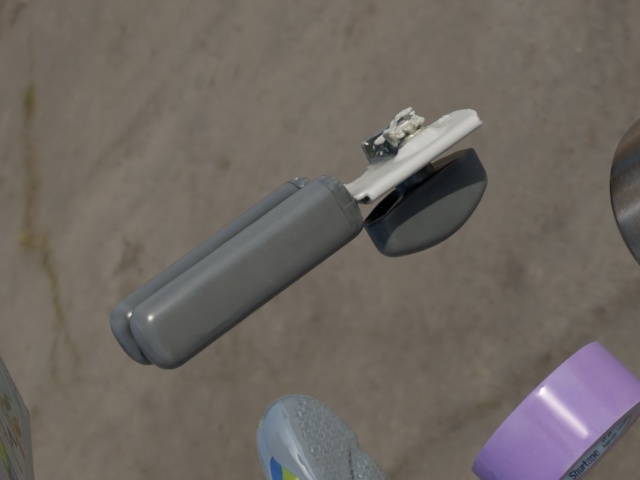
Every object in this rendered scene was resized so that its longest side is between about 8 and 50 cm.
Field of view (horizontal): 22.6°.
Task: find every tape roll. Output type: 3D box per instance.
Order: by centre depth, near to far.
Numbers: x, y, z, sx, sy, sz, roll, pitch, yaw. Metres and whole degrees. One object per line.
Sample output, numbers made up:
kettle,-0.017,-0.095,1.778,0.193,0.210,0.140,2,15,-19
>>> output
tape roll,0.249,0.198,1.646,0.080,0.189,0.189,44,120,18

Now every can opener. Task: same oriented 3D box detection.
can opener,0.000,0.000,1.005,0.093,0.280,0.074,63,156,-11

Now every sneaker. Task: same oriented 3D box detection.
sneaker,-0.005,0.206,0.887,0.126,0.240,0.091,-23,9,22

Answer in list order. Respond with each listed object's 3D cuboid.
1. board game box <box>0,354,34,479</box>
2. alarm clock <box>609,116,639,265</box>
board game box,-0.198,0.051,0.664,0.303,0.097,0.224,-122,13,-71
alarm clock,0.225,-0.009,0.912,0.064,0.129,0.192,-46,23,58
